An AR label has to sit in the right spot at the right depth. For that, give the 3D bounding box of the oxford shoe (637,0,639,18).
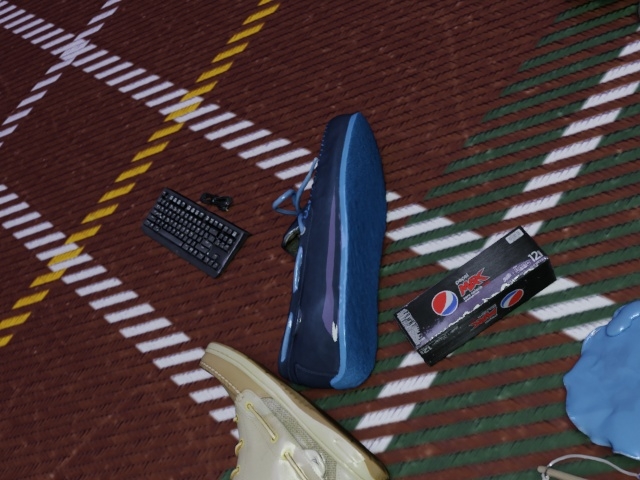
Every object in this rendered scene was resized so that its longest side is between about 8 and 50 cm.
[{"bbox_3d":[0.467,-0.327,0.873,0.227,0.083,0.096,-32,29,10],"label":"oxford shoe"}]

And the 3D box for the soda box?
[{"bbox_3d":[0.165,0.061,0.805,0.168,0.060,0.053,-35,53,5],"label":"soda box"}]

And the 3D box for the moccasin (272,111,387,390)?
[{"bbox_3d":[0.000,0.000,0.881,0.116,0.138,0.342,-9,58,29],"label":"moccasin"}]

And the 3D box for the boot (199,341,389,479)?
[{"bbox_3d":[-0.082,0.248,0.806,0.262,0.095,0.203,33,82,30],"label":"boot"}]

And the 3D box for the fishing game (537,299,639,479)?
[{"bbox_3d":[0.308,0.123,0.677,0.264,0.041,0.189,-52,25,-23],"label":"fishing game"}]

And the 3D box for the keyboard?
[{"bbox_3d":[-0.174,-0.027,1.058,0.180,0.023,0.108,28,78,36],"label":"keyboard"}]
